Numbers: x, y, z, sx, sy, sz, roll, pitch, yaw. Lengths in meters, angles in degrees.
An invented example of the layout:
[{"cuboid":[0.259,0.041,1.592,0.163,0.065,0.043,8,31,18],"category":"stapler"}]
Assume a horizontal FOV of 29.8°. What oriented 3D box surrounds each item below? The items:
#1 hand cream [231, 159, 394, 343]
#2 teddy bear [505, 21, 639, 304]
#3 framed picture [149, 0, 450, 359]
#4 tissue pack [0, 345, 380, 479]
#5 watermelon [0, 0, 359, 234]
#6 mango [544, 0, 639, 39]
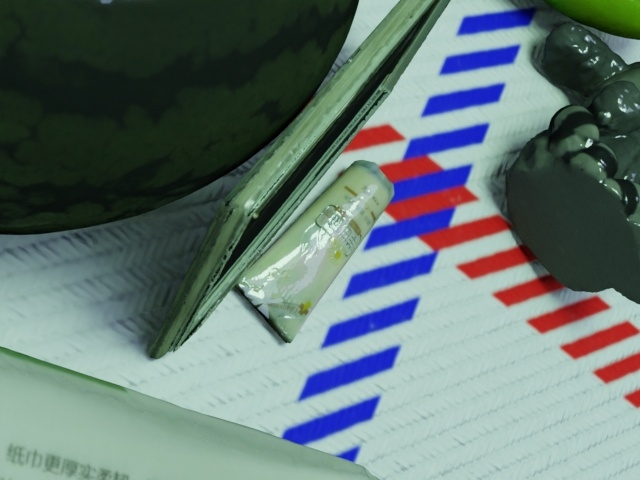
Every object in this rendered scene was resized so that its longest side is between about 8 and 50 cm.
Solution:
[{"cuboid":[0.000,0.000,0.840,0.061,0.039,0.143,49,63,-21],"category":"hand cream"},{"cuboid":[0.241,-0.090,0.963,0.171,0.144,0.251,38,59,-11],"category":"teddy bear"},{"cuboid":[0.005,-0.066,0.741,0.018,0.231,0.293,37,60,2],"category":"framed picture"},{"cuboid":[-0.158,0.199,0.591,0.357,0.194,0.266,25,67,-31],"category":"tissue pack"},{"cuboid":[-0.141,-0.141,0.611,0.359,0.279,0.278,-22,95,-35],"category":"watermelon"},{"cuboid":[0.214,-0.239,0.988,0.233,0.125,0.111,19,96,-9],"category":"mango"}]
